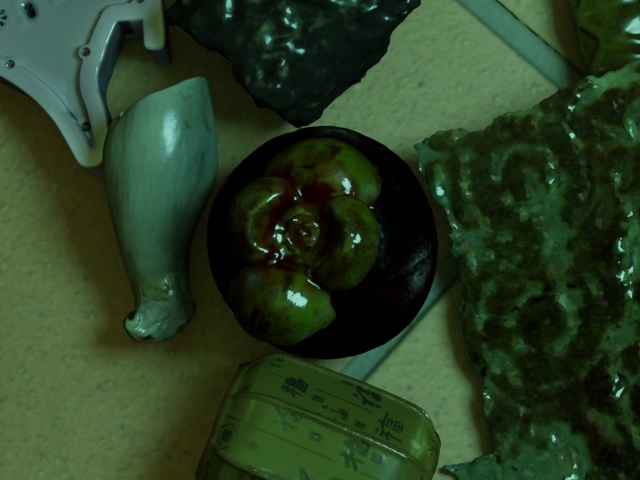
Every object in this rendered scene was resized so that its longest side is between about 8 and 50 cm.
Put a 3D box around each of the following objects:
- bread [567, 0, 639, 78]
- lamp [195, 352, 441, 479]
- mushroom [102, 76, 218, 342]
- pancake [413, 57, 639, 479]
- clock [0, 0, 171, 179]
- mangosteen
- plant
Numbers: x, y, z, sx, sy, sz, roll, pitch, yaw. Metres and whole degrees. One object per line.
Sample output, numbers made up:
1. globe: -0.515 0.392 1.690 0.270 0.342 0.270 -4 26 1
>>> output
1. bread: 0.287 -0.121 1.662 0.087 0.098 0.269 -22 81 43
2. lamp: -0.002 0.182 1.599 0.185 0.161 0.161 20 84 1
3. mushroom: -0.131 -0.025 1.628 0.093 0.116 0.225 1 93 23
4. pancake: 0.238 0.055 1.611 0.304 0.067 0.427 -4 94 23
5. clock: -0.266 -0.179 1.689 0.275 0.080 0.290 -27 82 -2
6. mangosteen: 0.000 0.000 1.596 0.209 0.210 0.210 0 83 2
7. plant: -0.004 -0.219 1.635 0.234 0.204 0.178 -44 81 4
